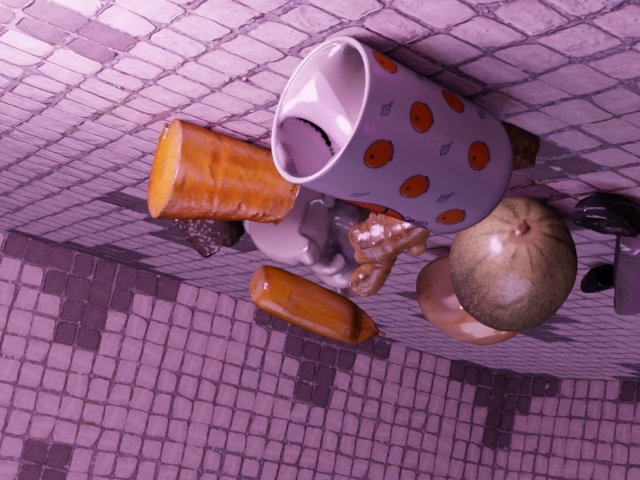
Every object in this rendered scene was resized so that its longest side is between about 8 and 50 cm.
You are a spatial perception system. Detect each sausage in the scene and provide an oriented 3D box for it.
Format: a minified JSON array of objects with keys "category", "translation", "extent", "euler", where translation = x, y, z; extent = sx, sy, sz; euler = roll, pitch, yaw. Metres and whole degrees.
[{"category":"sausage","translation":[-0.004,0.151,2.191],"extent":[0.328,0.112,0.112],"euler":[25,163,-23]}]

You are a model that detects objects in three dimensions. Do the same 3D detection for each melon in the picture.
[{"category":"melon","translation":[0.372,0.043,1.935],"extent":[0.249,0.248,0.329],"euler":[11,159,4]}]

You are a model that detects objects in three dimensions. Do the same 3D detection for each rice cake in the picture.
[{"category":"rice cake","translation":[0.649,0.068,2.093],"extent":[0.070,0.064,0.399],"euler":[-3,155,14]}]

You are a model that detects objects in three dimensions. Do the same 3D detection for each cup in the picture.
[{"category":"cup","translation":[0.119,-0.138,1.450],"extent":[0.317,0.212,0.212],"euler":[18,166,-34]}]

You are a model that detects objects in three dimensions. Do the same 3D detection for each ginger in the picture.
[{"category":"ginger","translation":[0.156,-0.009,2.039],"extent":[0.334,0.081,0.148],"euler":[-37,98,32]}]

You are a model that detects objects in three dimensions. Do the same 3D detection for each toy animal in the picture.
[{"category":"toy animal","translation":[0.005,0.000,2.210],"extent":[0.241,0.196,0.368],"euler":[9,168,45]}]

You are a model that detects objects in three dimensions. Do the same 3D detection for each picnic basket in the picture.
[{"category":"picnic basket","translation":[0.262,-0.143,1.652],"extent":[0.110,0.054,0.193],"euler":[19,167,-31]}]

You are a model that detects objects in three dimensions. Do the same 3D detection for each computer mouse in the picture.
[{"category":"computer mouse","translation":[0.524,-0.049,1.814],"extent":[0.106,0.062,0.192],"euler":[-1,168,42]}]

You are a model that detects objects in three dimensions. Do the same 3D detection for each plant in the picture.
[{"category":"plant","translation":[-0.258,-0.067,2.211],"extent":[0.132,0.194,0.129],"euler":[-26,-162,15]}]

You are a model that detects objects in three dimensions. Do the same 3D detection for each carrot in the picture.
[{"category":"carrot","translation":[-0.182,-0.114,1.909],"extent":[0.254,0.195,0.196],"euler":[12,168,-21]}]

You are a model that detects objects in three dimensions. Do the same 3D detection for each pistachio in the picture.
[{"category":"pistachio","translation":[0.381,0.134,2.427],"extent":[0.309,0.229,0.230],"euler":[0,164,27]}]

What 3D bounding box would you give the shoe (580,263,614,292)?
[{"category":"shoe","translation":[0.647,0.079,2.273],"extent":[0.053,0.062,0.159],"euler":[24,156,-36]}]
